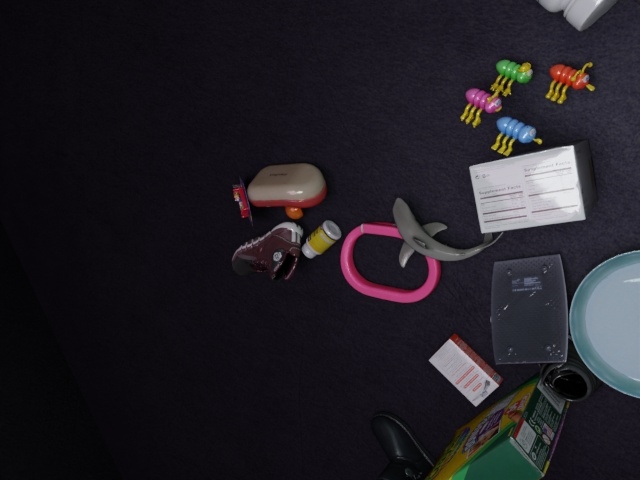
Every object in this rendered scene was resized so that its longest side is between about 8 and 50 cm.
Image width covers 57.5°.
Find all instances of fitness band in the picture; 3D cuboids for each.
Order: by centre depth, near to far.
[{"bbox_3d":[0.185,0.059,1.579,0.290,0.054,0.209,10,106,30],"label":"fitness band"}]

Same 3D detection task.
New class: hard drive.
[{"bbox_3d":[0.486,0.164,1.352,0.171,0.054,0.255,-10,60,32],"label":"hard drive"}]

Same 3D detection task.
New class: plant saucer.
[{"bbox_3d":[0.698,0.176,1.230,0.317,0.043,0.318,3,96,30],"label":"plant saucer"}]

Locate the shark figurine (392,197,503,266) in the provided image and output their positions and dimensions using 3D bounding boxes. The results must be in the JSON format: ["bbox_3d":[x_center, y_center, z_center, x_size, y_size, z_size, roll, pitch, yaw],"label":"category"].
[{"bbox_3d":[0.287,0.006,1.425,0.278,0.116,0.166,18,90,18],"label":"shark figurine"}]

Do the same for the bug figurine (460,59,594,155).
[{"bbox_3d":[0.429,-0.307,1.238,0.216,0.279,0.072,33,157,36],"label":"bug figurine"}]

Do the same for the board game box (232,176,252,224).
[{"bbox_3d":[-0.236,-0.114,1.736,0.033,0.169,0.133,-13,109,-9],"label":"board game box"}]

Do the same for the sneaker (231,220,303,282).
[{"bbox_3d":[-0.164,0.070,1.720,0.281,0.106,0.163,-35,44,32],"label":"sneaker"}]

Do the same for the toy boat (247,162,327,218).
[{"bbox_3d":[-0.085,-0.126,1.667,0.231,0.151,0.151,1,132,31],"label":"toy boat"}]

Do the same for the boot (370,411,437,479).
[{"bbox_3d":[0.200,0.608,1.605,0.246,0.207,0.094,44,120,16],"label":"boot"}]

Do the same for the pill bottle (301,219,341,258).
[{"bbox_3d":[0.000,0.000,1.669,0.116,0.065,0.065,-43,78,31],"label":"pill bottle"}]

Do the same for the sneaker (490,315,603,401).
[{"bbox_3d":[0.522,0.262,1.367,0.295,0.147,0.105,33,118,22],"label":"sneaker"}]

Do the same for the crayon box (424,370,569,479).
[{"bbox_3d":[0.403,0.485,1.362,0.106,0.363,0.313,50,120,12],"label":"crayon box"}]

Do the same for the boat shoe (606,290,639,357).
[{"bbox_3d":[0.680,0.197,1.306,0.066,0.063,0.184,1,96,31],"label":"boat shoe"}]

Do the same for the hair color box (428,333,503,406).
[{"bbox_3d":[0.379,0.337,1.526,0.167,0.053,0.093,45,118,16],"label":"hair color box"}]

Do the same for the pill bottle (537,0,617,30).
[{"bbox_3d":[0.482,-0.575,1.191,0.283,0.160,0.160,50,121,12],"label":"pill bottle"}]

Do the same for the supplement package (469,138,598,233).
[{"bbox_3d":[0.463,-0.121,1.245,0.204,0.262,0.145,-9,97,32],"label":"supplement package"}]
